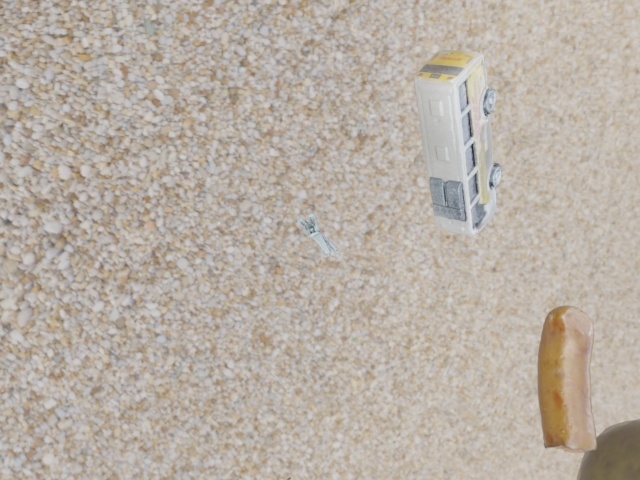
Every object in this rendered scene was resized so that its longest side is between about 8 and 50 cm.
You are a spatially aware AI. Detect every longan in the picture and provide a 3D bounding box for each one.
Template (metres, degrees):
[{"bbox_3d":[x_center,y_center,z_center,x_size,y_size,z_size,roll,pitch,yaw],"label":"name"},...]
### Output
[{"bbox_3d":[0.774,0.590,1.387,0.336,0.404,0.404,-27,121,-44],"label":"longan"}]

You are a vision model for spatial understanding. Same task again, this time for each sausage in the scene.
[{"bbox_3d":[0.464,0.259,1.178,0.109,0.109,0.270,16,74,-43],"label":"sausage"}]

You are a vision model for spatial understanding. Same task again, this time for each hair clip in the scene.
[{"bbox_3d":[-0.001,0.001,1.057,0.115,0.030,0.039,49,26,-54],"label":"hair clip"}]

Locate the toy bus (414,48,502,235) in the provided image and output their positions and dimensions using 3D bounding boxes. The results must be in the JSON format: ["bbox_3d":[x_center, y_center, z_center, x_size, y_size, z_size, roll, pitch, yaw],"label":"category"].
[{"bbox_3d":[0.249,-0.163,1.114,0.138,0.097,0.342,-49,138,-35],"label":"toy bus"}]

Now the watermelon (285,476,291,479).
[{"bbox_3d":[-0.087,0.576,1.247,0.204,0.127,0.232,-56,135,-16],"label":"watermelon"}]
